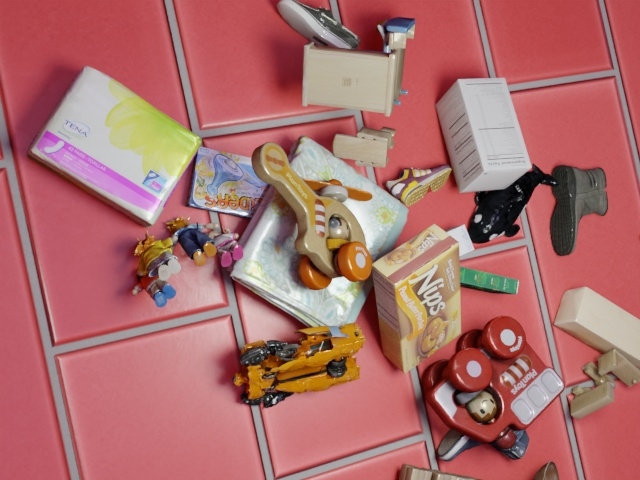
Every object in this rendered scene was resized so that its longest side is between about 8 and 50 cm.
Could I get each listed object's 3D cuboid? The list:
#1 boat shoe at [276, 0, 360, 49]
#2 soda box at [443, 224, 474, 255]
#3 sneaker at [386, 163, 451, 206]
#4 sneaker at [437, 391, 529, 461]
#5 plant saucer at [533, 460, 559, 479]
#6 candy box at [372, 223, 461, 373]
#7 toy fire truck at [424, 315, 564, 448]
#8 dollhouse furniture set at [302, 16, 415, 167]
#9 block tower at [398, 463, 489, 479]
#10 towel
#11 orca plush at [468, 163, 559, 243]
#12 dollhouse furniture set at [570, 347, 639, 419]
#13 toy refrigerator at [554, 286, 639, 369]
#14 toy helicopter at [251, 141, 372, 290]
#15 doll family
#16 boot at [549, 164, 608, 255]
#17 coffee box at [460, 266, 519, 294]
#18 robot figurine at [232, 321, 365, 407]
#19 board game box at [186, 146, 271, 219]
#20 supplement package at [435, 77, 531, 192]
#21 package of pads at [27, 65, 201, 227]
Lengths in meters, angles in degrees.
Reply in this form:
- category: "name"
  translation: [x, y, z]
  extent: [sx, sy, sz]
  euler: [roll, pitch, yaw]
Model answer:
- category: "boat shoe"
  translation: [-0.003, -0.510, 1.927]
  extent: [0.219, 0.078, 0.070]
  euler: [33, 75, -23]
- category: "soda box"
  translation: [0.256, 0.033, 1.967]
  extent: [0.216, 0.074, 0.069]
  euler: [-22, 93, -21]
- category: "sneaker"
  translation: [0.241, -0.153, 1.983]
  extent: [0.084, 0.069, 0.185]
  euler: [40, 47, 23]
- category: "sneaker"
  translation: [0.401, 0.491, 1.969]
  extent: [0.226, 0.086, 0.163]
  euler: [-39, 96, -20]
- category: "plant saucer"
  translation: [0.546, 0.637, 1.991]
  extent: [0.199, 0.036, 0.198]
  euler: [8, 81, -62]
- category: "candy box"
  translation: [0.222, 0.136, 1.841]
  extent: [0.183, 0.087, 0.316]
  euler: [-32, 137, -21]
- category: "toy fire truck"
  translation: [0.405, 0.340, 1.906]
  extent: [0.302, 0.169, 0.254]
  euler: [-37, 85, -27]
- category: "dollhouse furniture set"
  translation: [0.094, -0.363, 1.907]
  extent: [0.198, 0.303, 0.286]
  euler: [9, 117, 12]
- category: "block tower"
  translation: [0.336, 0.603, 1.933]
  extent: [0.336, 0.091, 0.097]
  euler: [18, 80, -19]
- category: "towel"
  translation: [0.000, 0.000, 1.847]
  extent: [0.320, 0.090, 0.374]
  euler: [34, 74, -23]
- category: "orca plush"
  translation: [0.495, -0.093, 2.052]
  extent: [0.287, 0.102, 0.151]
  euler: [-25, 94, -21]
- category: "dollhouse furniture set"
  translation: [0.730, 0.391, 2.071]
  extent: [0.123, 0.144, 0.151]
  euler: [39, 37, -13]
- category: "toy refrigerator"
  translation: [0.744, 0.231, 2.120]
  extent: [0.270, 0.094, 0.102]
  euler: [29, 69, -16]
- category: "toy helicopter"
  translation: [-0.013, -0.078, 1.718]
  extent: [0.355, 0.140, 0.235]
  euler: [49, 47, -28]
- category: "doll family"
  translation: [-0.298, 0.014, 1.725]
  extent: [0.263, 0.163, 0.118]
  euler: [-30, 122, -18]
- category: "boot"
  translation: [0.689, -0.078, 2.138]
  extent: [0.161, 0.083, 0.246]
  euler: [5, 84, -26]
- category: "coffee box"
  translation: [0.371, 0.096, 1.985]
  extent: [0.184, 0.113, 0.040]
  euler: [13, 84, -20]
- category: "robot figurine"
  translation: [-0.052, 0.270, 1.792]
  extent: [0.291, 0.211, 0.085]
  euler: [-8, 43, -14]
- category: "board game box"
  translation: [-0.190, -0.123, 1.837]
  extent: [0.201, 0.035, 0.136]
  euler: [10, 82, -20]
- category: "supplement package"
  translation: [0.391, -0.254, 1.984]
  extent: [0.139, 0.134, 0.244]
  euler: [-5, 72, -20]
- category: "package of pads"
  translation: [-0.426, -0.200, 1.723]
  extent: [0.297, 0.101, 0.229]
  euler: [32, 75, -15]
